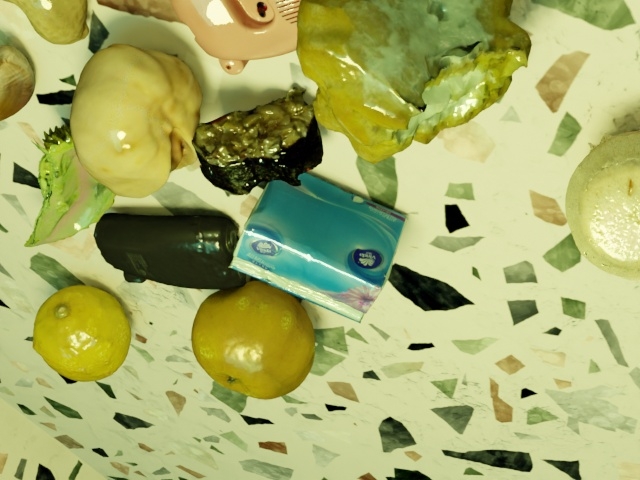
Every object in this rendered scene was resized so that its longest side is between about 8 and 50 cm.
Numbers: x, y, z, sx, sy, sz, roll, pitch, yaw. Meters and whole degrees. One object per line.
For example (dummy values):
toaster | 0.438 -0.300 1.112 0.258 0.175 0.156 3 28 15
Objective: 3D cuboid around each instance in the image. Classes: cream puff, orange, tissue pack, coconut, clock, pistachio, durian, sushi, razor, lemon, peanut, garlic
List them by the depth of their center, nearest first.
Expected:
cream puff | 0.092 -0.261 1.150 0.274 0.323 0.270 65 154 1
clock | -0.084 -0.363 1.213 0.241 0.142 0.227 -11 131 32
coconut | 0.463 -0.053 1.242 0.224 0.234 0.224 6 107 19
peanut | -0.461 -0.417 1.364 0.137 0.122 0.253 -15 133 39
sushi | -0.101 -0.153 1.421 0.212 0.147 0.115 -14 151 0
pistachio | -0.320 -0.200 1.466 0.238 0.229 0.321 50 150 7
tissue pack | 0.000 0.000 1.552 0.263 0.198 0.146 25 140 -2
garlic | -0.586 -0.294 1.565 0.090 0.128 0.198 44 144 -1
durian | -0.493 -0.111 1.702 0.157 0.169 0.355 28 140 -1
razor | -0.317 0.021 1.820 0.326 0.107 0.189 4 137 25
orange | -0.142 0.213 1.859 0.279 0.235 0.279 23 153 12
lemon | -0.584 0.231 2.115 0.233 0.234 0.288 13 148 14
